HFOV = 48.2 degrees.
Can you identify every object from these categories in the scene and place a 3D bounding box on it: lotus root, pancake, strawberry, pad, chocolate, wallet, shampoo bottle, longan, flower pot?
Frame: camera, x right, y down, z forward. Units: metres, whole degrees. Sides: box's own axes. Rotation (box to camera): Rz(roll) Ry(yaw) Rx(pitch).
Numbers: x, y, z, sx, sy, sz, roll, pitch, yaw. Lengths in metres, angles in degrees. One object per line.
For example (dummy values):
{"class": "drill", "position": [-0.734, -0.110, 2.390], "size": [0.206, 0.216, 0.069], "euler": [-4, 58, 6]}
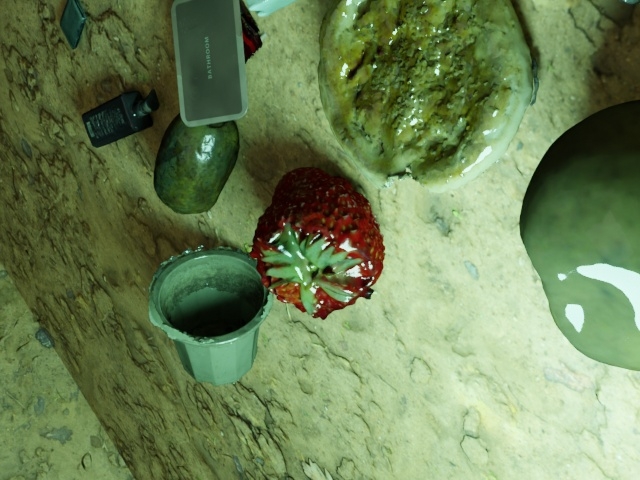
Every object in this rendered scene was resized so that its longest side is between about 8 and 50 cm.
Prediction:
{"class": "lotus root", "position": [-0.281, -0.170, 1.581], "size": [0.160, 0.152, 0.275], "euler": [47, 135, 23]}
{"class": "pancake", "position": [0.148, -0.248, 1.107], "size": [0.382, 0.071, 0.382], "euler": [9, 106, 36]}
{"class": "strawberry", "position": [-0.002, -0.004, 1.349], "size": [0.261, 0.257, 0.261], "euler": [11, 127, 15]}
{"class": "pad", "position": [-0.224, -0.367, 1.430], "size": [0.176, 0.002, 0.266], "euler": [-3, 94, 31]}
{"class": "chocolate", "position": [-0.173, -0.445, 1.418], "size": [0.086, 0.028, 0.182], "euler": [-27, 89, 51]}
{"class": "wallet", "position": [-0.638, -0.568, 1.849], "size": [0.088, 0.026, 0.129], "euler": [61, 141, 10]}
{"class": "shampoo bottle", "position": [-0.500, -0.311, 1.803], "size": [0.309, 0.071, 0.098], "euler": [-7, 104, 48]}
{"class": "longan", "position": [0.392, -0.001, 0.879], "size": [0.288, 0.288, 0.350], "euler": [6, 125, 45]}
{"class": "flower pot", "position": [-0.247, 0.190, 1.679], "size": [0.290, 0.290, 0.259], "euler": [37, 147, 28]}

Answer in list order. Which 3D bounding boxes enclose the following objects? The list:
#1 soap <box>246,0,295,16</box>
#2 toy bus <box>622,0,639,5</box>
{"class": "soap", "position": [-0.094, -0.533, 1.190], "size": [0.160, 0.087, 0.265], "euler": [-22, 94, 13]}
{"class": "toy bus", "position": [0.353, -0.360, 0.869], "size": [0.226, 0.074, 0.081], "euler": [44, 135, 23]}
